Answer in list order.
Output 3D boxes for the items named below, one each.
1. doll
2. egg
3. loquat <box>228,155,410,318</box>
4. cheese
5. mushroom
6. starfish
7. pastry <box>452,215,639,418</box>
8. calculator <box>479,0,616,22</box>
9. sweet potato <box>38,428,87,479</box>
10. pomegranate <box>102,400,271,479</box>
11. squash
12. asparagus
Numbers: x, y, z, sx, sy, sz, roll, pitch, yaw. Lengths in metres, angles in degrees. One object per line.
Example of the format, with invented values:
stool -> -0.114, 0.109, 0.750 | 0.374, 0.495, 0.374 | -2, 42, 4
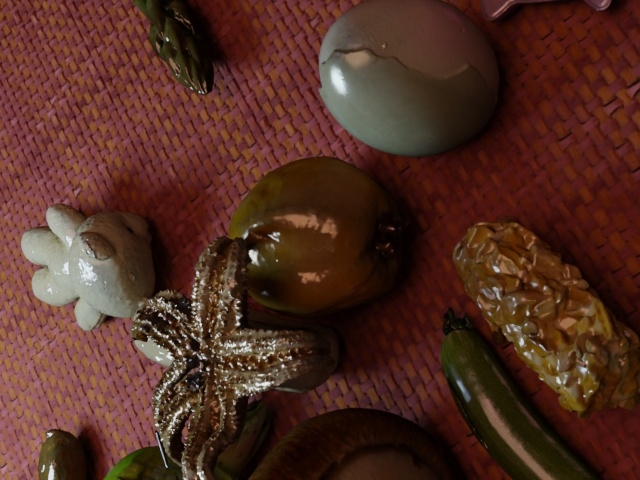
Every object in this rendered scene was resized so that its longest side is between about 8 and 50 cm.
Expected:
doll -> -0.337, 0.028, 1.562 | 0.278, 0.175, 0.149 | 1, 50, 44
egg -> 0.092, -0.186, 1.196 | 0.183, 0.217, 0.183 | -3, 85, 38
loquat -> 0.000, 0.000, 1.278 | 0.234, 0.176, 0.187 | -10, 121, 25
cheese -> -0.116, 0.130, 1.359 | 0.263, 0.159, 0.093 | 10, 89, 36
mushroom -> 0.069, 0.334, 1.145 | 0.259, 0.345, 0.345 | -37, 66, 46
starfish -> -0.121, 0.154, 1.194 | 0.303, 0.113, 0.312 | -53, 43, 30
pastry -> 0.235, 0.076, 1.133 | 0.102, 0.154, 0.250 | -37, 49, -4
calculator -> 0.265, -0.389, 1.195 | 0.194, 0.043, 0.294 | 2, 85, 36
sweet potato -> -0.377, 0.416, 1.585 | 0.075, 0.075, 0.273 | -2, 90, 35
pomegranate -> -0.163, 0.332, 1.369 | 0.236, 0.236, 0.302 | 12, 64, 35
squash -> 0.214, 0.207, 1.175 | 0.318, 0.071, 0.080 | 51, 135, 29
asparagus -> -0.208, -0.300, 1.501 | 0.080, 0.080, 0.287 | -46, 55, 24
